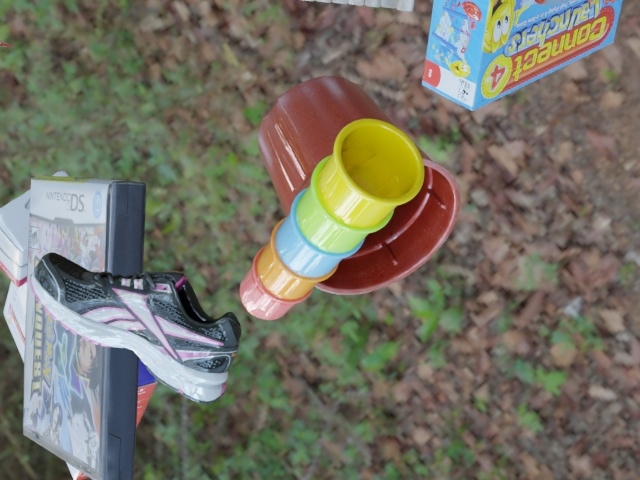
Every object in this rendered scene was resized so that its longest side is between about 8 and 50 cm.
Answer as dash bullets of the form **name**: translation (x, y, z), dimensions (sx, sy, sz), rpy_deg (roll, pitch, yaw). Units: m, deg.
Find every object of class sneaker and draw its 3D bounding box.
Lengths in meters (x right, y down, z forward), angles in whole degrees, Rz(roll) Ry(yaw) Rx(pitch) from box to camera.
- **sneaker**: translation (-0.139, 0.050, 1.038), dimensions (0.178, 0.077, 0.072), rpy_deg (29, -168, 1)

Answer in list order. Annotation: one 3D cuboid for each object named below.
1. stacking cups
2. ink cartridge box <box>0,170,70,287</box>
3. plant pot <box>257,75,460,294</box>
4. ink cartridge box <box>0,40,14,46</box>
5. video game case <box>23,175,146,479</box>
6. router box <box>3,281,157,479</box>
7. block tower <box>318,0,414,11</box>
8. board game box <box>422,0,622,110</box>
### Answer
- **stacking cups**: translation (0.000, 0.000, 1.360), dimensions (0.096, 0.096, 0.316), rpy_deg (49, 143, 9)
- **ink cartridge box**: translation (-0.353, -0.013, 1.645), dimensions (0.063, 0.109, 0.150), rpy_deg (51, 157, 5)
- **plant pot**: translation (0.038, -0.103, 2.052), dimensions (0.272, 0.272, 0.265), rpy_deg (88, 158, -46)
- **ink cartridge box**: translation (-0.400, -0.248, 1.454), dimensions (0.115, 0.063, 0.029), rpy_deg (22, 100, 8)
- **video game case**: translation (-0.235, 0.076, 1.269), dimensions (0.248, 0.035, 0.275), rpy_deg (7, 95, 60)
- **router box**: translation (-0.389, 0.166, 2.075), dimensions (0.335, 0.082, 0.301), rpy_deg (62, 147, 23)
- **block tower**: translation (-0.066, -0.305, 1.336), dimensions (0.335, 0.097, 0.091), rpy_deg (7, 117, -1)
- **board game box**: translation (0.273, -0.352, 1.624), dimensions (0.086, 0.308, 0.302), rpy_deg (34, 135, 33)
